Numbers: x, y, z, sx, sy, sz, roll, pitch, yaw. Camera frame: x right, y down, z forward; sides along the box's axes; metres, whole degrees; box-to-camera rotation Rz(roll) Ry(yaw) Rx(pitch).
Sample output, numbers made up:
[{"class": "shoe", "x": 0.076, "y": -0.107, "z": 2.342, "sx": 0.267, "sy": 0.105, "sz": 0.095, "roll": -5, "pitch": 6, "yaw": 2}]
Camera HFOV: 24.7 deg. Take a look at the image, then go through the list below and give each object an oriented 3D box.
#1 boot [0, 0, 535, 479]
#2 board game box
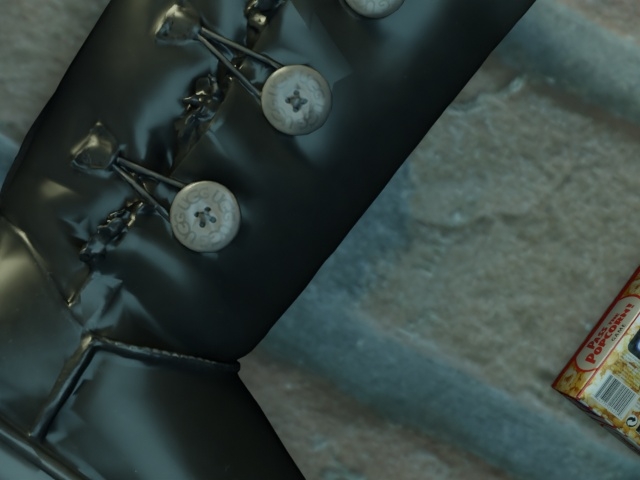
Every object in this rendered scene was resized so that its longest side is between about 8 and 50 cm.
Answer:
[{"class": "boot", "x": -0.002, "y": -0.001, "z": 0.876, "sx": 0.367, "sy": 0.146, "sz": 0.445, "roll": 35, "pitch": 82, "yaw": -15}, {"class": "board game box", "x": 0.272, "y": 0.066, "z": 0.981, "sx": 0.146, "sy": 0.045, "sz": 0.193, "roll": 39, "pitch": 85, "yaw": -13}]
